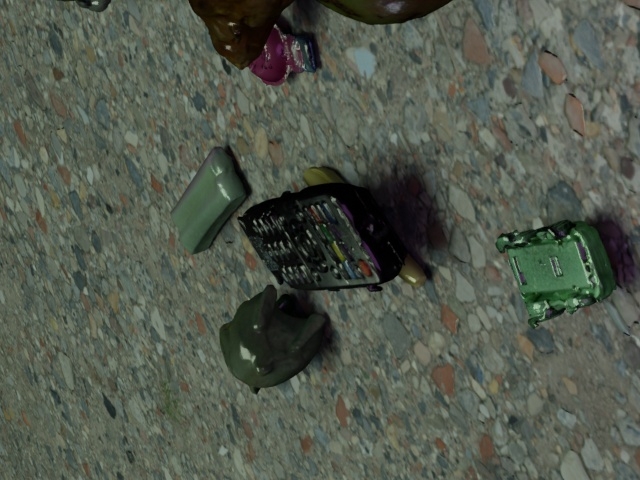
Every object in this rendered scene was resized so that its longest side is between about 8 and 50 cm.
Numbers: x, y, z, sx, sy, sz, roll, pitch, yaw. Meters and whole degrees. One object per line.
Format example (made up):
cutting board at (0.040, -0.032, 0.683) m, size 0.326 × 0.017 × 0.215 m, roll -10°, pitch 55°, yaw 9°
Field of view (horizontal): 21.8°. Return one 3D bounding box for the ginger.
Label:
ginger at (-0.128, -0.379, 1.903) m, size 0.357 × 0.152 × 0.274 m, roll 66°, pitch 153°, yaw 8°

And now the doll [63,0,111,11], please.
doll at (-0.384, -0.490, 2.287) m, size 0.246 × 0.158 × 0.340 m, roll 21°, pitch 126°, yaw 40°

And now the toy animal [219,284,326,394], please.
toy animal at (-0.087, 0.149, 2.246) m, size 0.125 × 0.127 × 0.251 m, roll 61°, pitch 156°, yaw 9°

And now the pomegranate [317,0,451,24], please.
pomegranate at (0.057, -0.335, 1.562) m, size 0.306 × 0.242 × 0.242 m, roll -91°, pitch -10°, yaw -71°

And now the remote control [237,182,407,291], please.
remote control at (0.000, 0.000, 1.977) m, size 0.144 × 0.062 × 0.399 m, roll 57°, pitch 163°, yaw -8°

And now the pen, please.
pen at (0.052, -0.022, 1.966) m, size 0.233 × 0.032 × 0.040 m, roll 44°, pitch 130°, yaw 37°

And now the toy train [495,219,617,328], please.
toy train at (0.233, 0.025, 1.620) m, size 0.149 × 0.081 × 0.099 m, roll -18°, pitch 93°, yaw 57°

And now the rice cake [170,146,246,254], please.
rice cake at (-0.160, -0.052, 2.322) m, size 0.080 × 0.042 × 0.222 m, roll 61°, pitch 153°, yaw 11°

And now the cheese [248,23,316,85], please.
cheese at (-0.054, -0.229, 2.001) m, size 0.145 × 0.038 × 0.095 m, roll 16°, pitch 125°, yaw 50°
